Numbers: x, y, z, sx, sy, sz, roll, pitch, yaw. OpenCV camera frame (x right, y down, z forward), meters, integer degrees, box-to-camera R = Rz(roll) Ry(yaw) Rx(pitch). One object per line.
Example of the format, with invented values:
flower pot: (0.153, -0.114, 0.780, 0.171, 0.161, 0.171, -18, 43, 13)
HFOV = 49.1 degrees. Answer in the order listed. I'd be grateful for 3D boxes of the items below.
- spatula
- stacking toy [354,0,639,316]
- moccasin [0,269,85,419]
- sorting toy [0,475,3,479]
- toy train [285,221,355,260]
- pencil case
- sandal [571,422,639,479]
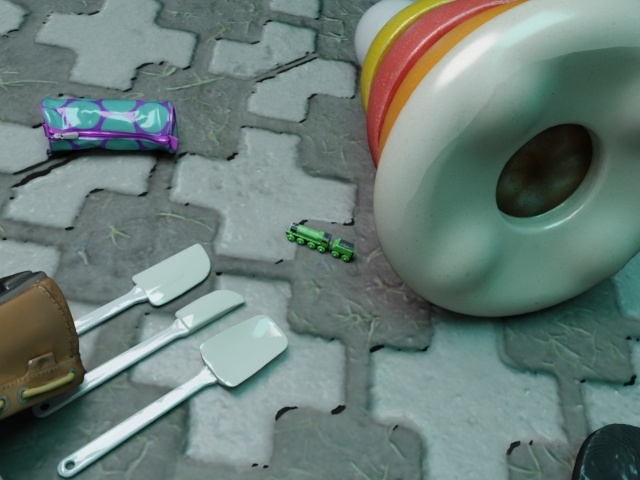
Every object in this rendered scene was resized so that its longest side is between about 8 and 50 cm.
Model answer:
spatula: (-0.170, 0.107, 0.674, 0.242, 0.019, 0.168, -30, 64, -30)
stacking toy: (0.166, -0.175, 0.836, 0.350, 0.351, 0.480, -5, 36, -15)
moccasin: (-0.330, 0.154, 0.487, 0.380, 0.139, 0.147, -36, 109, -56)
sorting toy: (-0.312, 0.266, 0.405, 0.307, 0.229, 0.041, -32, 32, -31)
toy train: (0.000, 0.000, 0.789, 0.083, 0.024, 0.017, 21, 51, 5)
pencil case: (-0.244, -0.133, 0.820, 0.151, 0.064, 0.070, -1, 36, -12)
sandal: (0.323, 0.342, 0.529, 0.167, 0.107, 0.446, 2, 52, -10)
